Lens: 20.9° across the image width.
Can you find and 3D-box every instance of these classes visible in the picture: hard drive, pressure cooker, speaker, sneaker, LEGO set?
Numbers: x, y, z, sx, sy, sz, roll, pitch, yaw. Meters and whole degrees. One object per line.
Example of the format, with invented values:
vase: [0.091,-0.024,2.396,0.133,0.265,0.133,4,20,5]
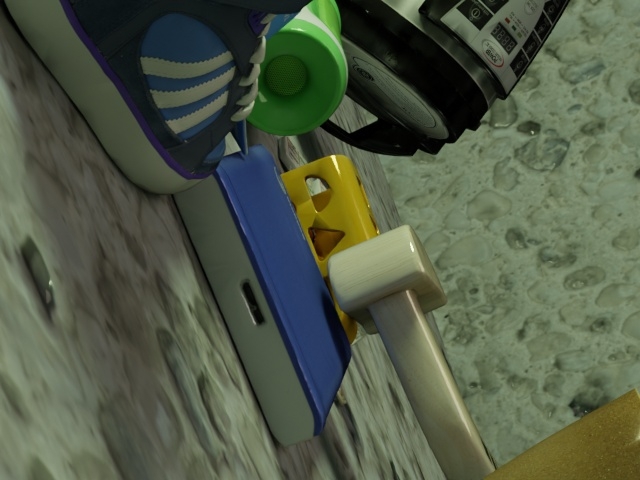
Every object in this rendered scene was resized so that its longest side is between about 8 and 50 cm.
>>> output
hard drive: [-0.039,0.031,1.383,0.318,0.040,0.210,-50,118,-83]
pressure cooker: [0.116,-0.324,2.291,0.370,0.420,0.375,37,-5,2]
speaker: [-0.036,-0.200,1.818,0.296,0.131,0.131,-94,161,-71]
sneaker: [-0.043,-0.152,1.067,0.323,0.236,0.130,55,15,-64]
LEGO set: [0.000,0.000,1.916,0.182,0.060,0.244,53,10,-19]

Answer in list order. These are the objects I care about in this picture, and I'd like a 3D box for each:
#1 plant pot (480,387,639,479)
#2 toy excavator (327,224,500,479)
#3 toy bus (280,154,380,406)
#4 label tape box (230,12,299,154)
plant pot: [0.148,0.258,1.214,0.237,0.254,0.237,-22,90,-83]
toy excavator: [0.162,0.253,1.510,0.445,0.222,0.433,61,9,-50]
toy bus: [0.022,0.020,1.650,0.191,0.104,0.202,-99,165,-63]
label tape box: [-0.081,-0.279,1.346,0.249,0.115,0.347,92,-27,-62]
